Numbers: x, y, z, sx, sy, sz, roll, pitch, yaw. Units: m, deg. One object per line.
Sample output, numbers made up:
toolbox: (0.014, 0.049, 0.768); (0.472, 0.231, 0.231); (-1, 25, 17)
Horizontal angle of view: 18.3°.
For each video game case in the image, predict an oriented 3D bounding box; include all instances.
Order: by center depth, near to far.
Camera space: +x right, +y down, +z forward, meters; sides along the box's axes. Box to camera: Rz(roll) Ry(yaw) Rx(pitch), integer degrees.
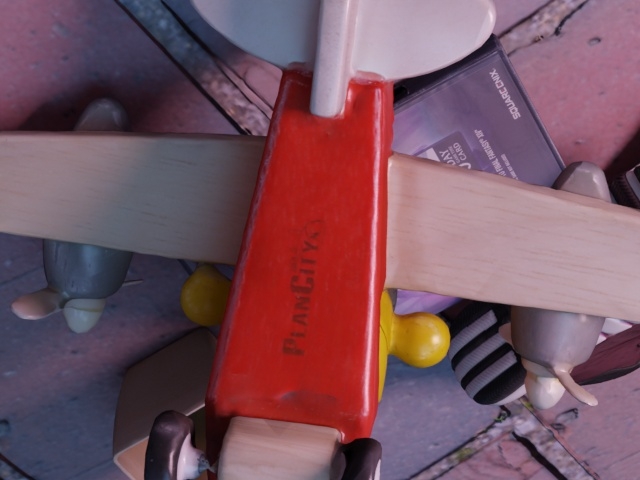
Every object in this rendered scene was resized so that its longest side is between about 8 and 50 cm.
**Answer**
video game case: (0.045, -0.013, 1.447); (0.274, 0.026, 0.196); (-29, 130, 6)

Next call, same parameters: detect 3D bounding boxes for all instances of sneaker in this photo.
sneaker: (0.237, 0.030, 1.482); (0.281, 0.106, 0.162); (-34, 156, 34)

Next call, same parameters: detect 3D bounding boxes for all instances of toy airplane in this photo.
toy airplane: (0.000, 0.000, 1.295); (0.384, 0.386, 0.272); (-38, 171, 1)

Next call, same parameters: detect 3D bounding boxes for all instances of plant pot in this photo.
plant pot: (-0.091, 0.132, 1.480); (0.109, 0.096, 0.109); (-31, 131, 8)

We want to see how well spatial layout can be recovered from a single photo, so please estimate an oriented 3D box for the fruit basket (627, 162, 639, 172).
fruit basket: (0.429, -0.053, 1.474); (0.327, 0.165, 0.353); (28, 138, -25)
